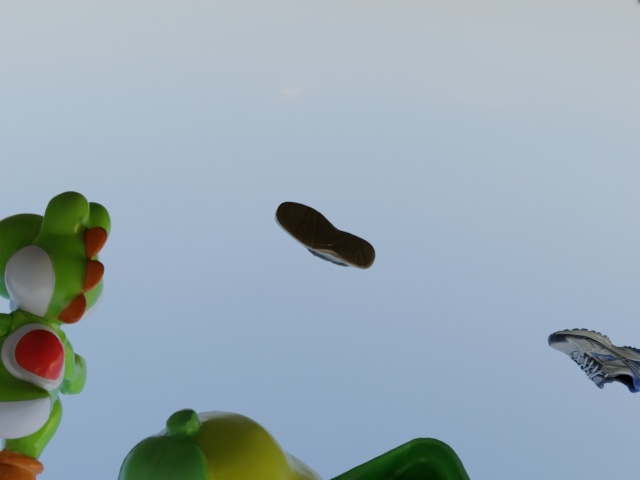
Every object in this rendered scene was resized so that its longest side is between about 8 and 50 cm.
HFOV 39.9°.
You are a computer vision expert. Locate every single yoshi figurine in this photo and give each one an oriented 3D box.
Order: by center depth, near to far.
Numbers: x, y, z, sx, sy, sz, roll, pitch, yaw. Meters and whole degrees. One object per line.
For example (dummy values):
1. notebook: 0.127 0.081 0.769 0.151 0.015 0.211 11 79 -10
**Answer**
1. yoshi figurine: -0.366 0.112 1.045 0.203 0.362 0.203 18 164 4

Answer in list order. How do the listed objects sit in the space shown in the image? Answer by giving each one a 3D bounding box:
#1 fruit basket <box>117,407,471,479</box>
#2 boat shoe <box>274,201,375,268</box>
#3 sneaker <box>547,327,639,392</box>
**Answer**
1. fruit basket: -0.026 0.298 0.664 0.392 0.392 0.283 -7 -128 -27
2. boat shoe: 0.000 0.000 1.186 0.152 0.056 0.049 31 154 -15
3. sneaker: 0.347 0.151 1.097 0.135 0.052 0.058 19 -114 1
